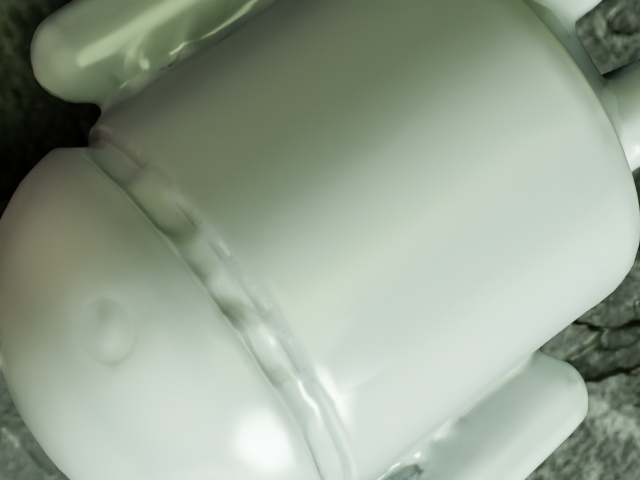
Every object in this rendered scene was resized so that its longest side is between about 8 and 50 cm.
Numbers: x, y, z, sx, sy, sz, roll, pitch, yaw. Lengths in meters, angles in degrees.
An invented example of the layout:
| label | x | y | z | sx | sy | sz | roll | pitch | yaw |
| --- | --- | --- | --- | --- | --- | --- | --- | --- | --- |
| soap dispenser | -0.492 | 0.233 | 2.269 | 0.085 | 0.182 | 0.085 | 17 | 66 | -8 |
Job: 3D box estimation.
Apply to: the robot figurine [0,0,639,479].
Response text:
| label | x | y | z | sx | sy | sz | roll | pitch | yaw |
| --- | --- | --- | --- | --- | --- | --- | --- | --- | --- |
| robot figurine | 0.000 | 0.000 | 0.731 | 0.353 | 0.200 | 0.300 | -35 | 91 | -14 |
